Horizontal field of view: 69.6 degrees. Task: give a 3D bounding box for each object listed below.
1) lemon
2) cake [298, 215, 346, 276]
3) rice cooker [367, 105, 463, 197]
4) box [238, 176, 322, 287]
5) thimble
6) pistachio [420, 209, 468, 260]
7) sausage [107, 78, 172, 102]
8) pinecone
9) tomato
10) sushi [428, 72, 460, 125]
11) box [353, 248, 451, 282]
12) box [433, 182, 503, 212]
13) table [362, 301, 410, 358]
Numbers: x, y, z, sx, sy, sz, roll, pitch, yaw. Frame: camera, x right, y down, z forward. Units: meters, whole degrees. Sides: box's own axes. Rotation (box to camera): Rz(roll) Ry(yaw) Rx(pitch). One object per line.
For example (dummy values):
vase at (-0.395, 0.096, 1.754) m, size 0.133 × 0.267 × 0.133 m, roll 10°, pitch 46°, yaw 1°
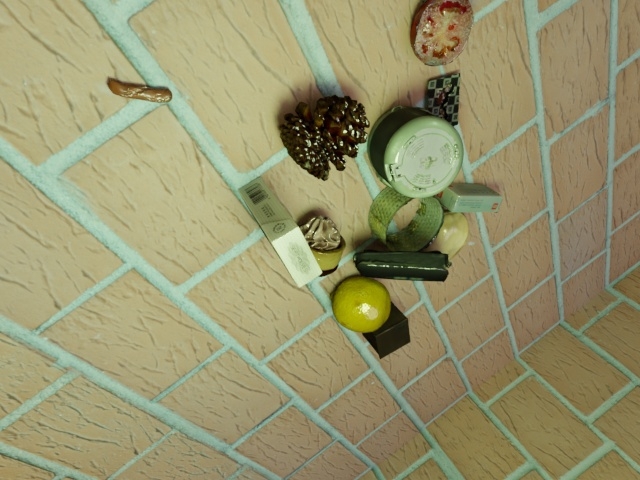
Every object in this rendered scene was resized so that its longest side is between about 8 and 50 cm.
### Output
lemon at (0.161, 0.263, 1.890) m, size 0.254 × 0.228 × 0.228 m, roll -2°, pitch 129°, yaw 10°
cake at (0.000, 0.000, 1.620) m, size 0.185 × 0.207 × 0.178 m, roll -3°, pitch 136°, yaw -25°
rice cooker at (0.311, -0.298, 1.554) m, size 0.289 × 0.277 × 0.288 m, roll -5°, pitch 115°, yaw -11°
box at (-0.130, -0.033, 1.437) m, size 0.095 × 0.330 × 0.210 m, roll -33°, pitch 132°, yaw -7°
thimble at (0.331, -0.085, 1.799) m, size 0.271 × 0.150 × 0.270 m, roll -15°, pitch 128°, yaw -21°
pistachio at (0.507, -0.002, 1.938) m, size 0.188 × 0.187 × 0.299 m, roll -2°, pitch 131°, yaw -29°
sausage at (-0.466, -0.385, 1.195) m, size 0.158 × 0.041 × 0.036 m, roll 2°, pitch 158°, yaw -30°
pinecone at (0.022, -0.331, 1.410) m, size 0.292 × 0.246 × 0.246 m, roll -39°, pitch 136°, yaw -28°
tomato at (0.371, -0.669, 1.459) m, size 0.225 × 0.085 × 0.224 m, roll -17°, pitch 132°, yaw -20°
sushi at (0.435, -0.490, 1.657) m, size 0.139 × 0.031 × 0.200 m, roll -20°, pitch 126°, yaw -17°
box at (0.313, 0.102, 1.768) m, size 0.351 × 0.090 × 0.359 m, roll 2°, pitch 168°, yaw 12°
box at (0.617, -0.177, 1.913) m, size 0.270 × 0.135 × 0.079 m, roll -3°, pitch 122°, yaw -29°
table at (0.272, 0.381, 2.060) m, size 0.173 × 0.193 × 0.169 m, roll -26°, pitch 131°, yaw -13°
